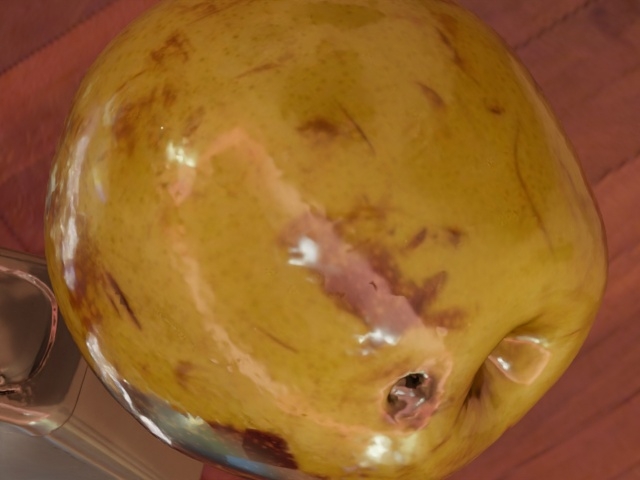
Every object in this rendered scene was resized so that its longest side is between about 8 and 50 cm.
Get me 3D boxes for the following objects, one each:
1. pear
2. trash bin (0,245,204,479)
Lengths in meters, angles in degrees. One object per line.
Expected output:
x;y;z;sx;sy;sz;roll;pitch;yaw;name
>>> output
0.000;0.000;0.755;0.283;0.283;0.283;-3;110;-7;pear
-0.186;0.087;0.923;0.176;0.101;0.236;0;154;24;trash bin
